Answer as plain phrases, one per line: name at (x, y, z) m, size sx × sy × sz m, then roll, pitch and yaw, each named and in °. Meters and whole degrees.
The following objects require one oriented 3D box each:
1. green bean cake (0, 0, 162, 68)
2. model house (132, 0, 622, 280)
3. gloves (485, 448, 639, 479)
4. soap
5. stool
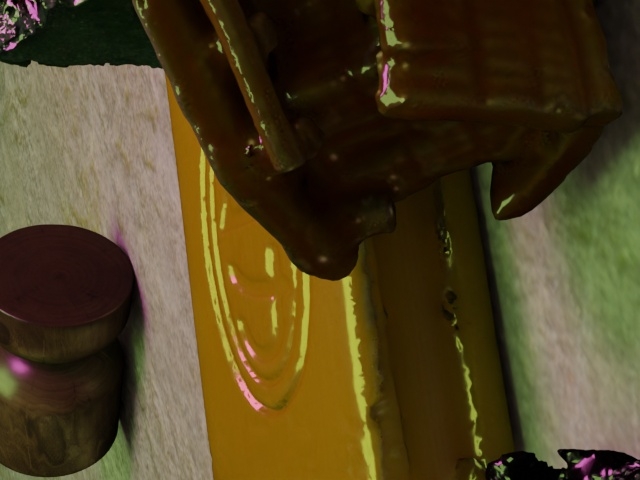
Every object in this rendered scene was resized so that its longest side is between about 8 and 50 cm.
green bean cake at (-0.192, -0.239, 1.226) m, size 0.208 × 0.193 × 0.107 m, roll 133°, pitch 134°, yaw -61°
model house at (0.045, -0.131, 0.644) m, size 0.229 × 0.219 × 0.199 m, roll -25°, pitch 55°, yaw 21°
gloves at (0.132, 0.159, 0.648) m, size 0.181 × 0.106 × 0.129 m, roll 9°, pitch -104°, yaw -82°
soap at (0.000, -0.001, 0.853) m, size 0.204 × 0.096 × 0.324 m, roll -16°, pitch 80°, yaw 54°
stool at (-0.324, 0.136, 1.688) m, size 0.179 × 0.179 × 0.264 m, roll -117°, pitch 30°, yaw -44°
